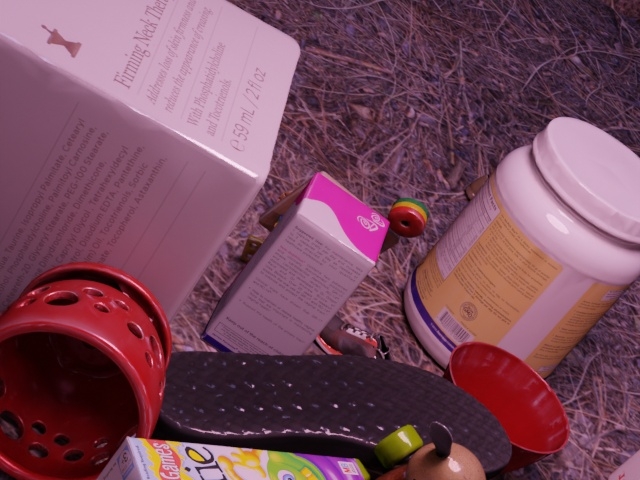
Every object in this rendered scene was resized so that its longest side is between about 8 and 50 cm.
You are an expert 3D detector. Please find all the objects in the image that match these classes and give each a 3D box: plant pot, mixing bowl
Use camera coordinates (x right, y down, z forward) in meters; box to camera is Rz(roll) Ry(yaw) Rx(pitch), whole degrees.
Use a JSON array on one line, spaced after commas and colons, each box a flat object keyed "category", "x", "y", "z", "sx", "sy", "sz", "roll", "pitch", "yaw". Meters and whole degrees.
[{"category": "plant pot", "x": -0.240, "y": 0.126, "z": 1.532, "sx": 0.191, "sy": 0.191, "sz": 0.174, "roll": 34, "pitch": 25, "yaw": -6}, {"category": "mixing bowl", "x": 0.212, "y": 0.227, "z": 1.946, "sx": 0.181, "sy": 0.098, "sz": 0.181, "roll": 26, "pitch": 31, "yaw": -17}]

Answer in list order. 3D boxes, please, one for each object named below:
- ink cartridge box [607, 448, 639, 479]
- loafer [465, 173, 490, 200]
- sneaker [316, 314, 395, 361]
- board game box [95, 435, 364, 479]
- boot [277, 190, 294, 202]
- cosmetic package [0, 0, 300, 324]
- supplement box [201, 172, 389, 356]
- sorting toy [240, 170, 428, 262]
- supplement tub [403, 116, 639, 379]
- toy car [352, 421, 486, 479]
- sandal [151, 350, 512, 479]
[{"category": "ink cartridge box", "x": 0.498, "y": 0.310, "z": 1.946, "sx": 0.117, "sy": 0.283, "sz": 0.207, "roll": 33, "pitch": 30, "yaw": -14}, {"category": "loafer", "x": 0.302, "y": -0.054, "z": 2.474, "sx": 0.148, "sy": 0.050, "sz": 0.056, "roll": 31, "pitch": 31, "yaw": -9}, {"category": "sneaker", "x": 0.053, "y": 0.130, "z": 1.948, "sx": 0.158, "sy": 0.065, "sz": 0.061, "roll": 44, "pitch": 31, "yaw": 12}, {"category": "board game box", "x": -0.084, "y": 0.297, "z": 1.497, "sx": 0.275, "sy": 0.144, "sz": 0.142, "roll": 12, "pitch": 38, "yaw": -38}, {"category": "boot", "x": 0.008, "y": -0.019, "z": 2.123, "sx": 0.158, "sy": 0.059, "sz": 0.085, "roll": 41, "pitch": 26, "yaw": -10}, {"category": "cosmetic package", "x": -0.282, "y": -0.122, "z": 1.692, "sx": 0.393, "sy": 0.327, "sz": 0.329, "roll": 29, "pitch": 31, "yaw": -12}, {"category": "supplement box", "x": -0.029, "y": 0.046, "z": 1.824, "sx": 0.114, "sy": 0.220, "sz": 0.111, "roll": 33, "pitch": 31, "yaw": -6}, {"category": "sorting toy", "x": 0.000, "y": 0.000, "z": 1.902, "sx": 0.132, "sy": 0.274, "sz": 0.046, "roll": 39, "pitch": 47, "yaw": -17}, {"category": "supplement tub", "x": 0.291, "y": 0.023, "z": 2.076, "sx": 0.241, "sy": 0.331, "sz": 0.241, "roll": 26, "pitch": 32, "yaw": -18}, {"category": "toy car", "x": 0.112, "y": 0.261, "z": 1.585, "sx": 0.149, "sy": 0.188, "sz": 0.155, "roll": -29, "pitch": 77, "yaw": -29}, {"category": "sandal", "x": 0.002, "y": 0.213, "z": 1.767, "sx": 0.445, "sy": 0.107, "sz": 0.168, "roll": 9, "pitch": 39, "yaw": -18}]
